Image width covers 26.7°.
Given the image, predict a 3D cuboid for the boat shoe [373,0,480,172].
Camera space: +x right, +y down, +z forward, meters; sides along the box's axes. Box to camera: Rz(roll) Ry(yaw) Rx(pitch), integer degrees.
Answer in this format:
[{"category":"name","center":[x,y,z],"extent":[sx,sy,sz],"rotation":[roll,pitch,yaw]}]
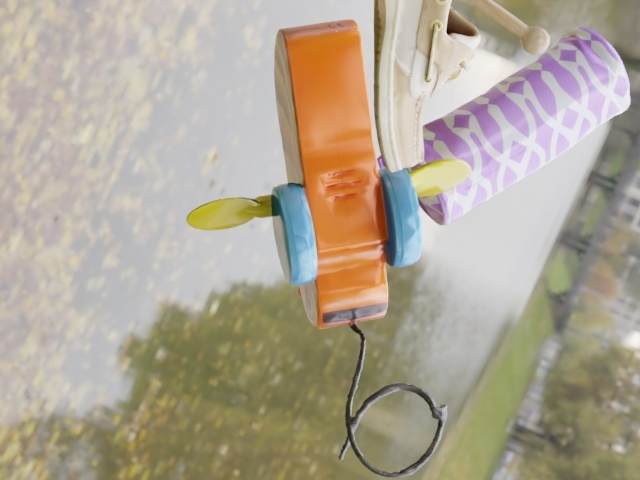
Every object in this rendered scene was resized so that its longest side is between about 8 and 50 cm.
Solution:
[{"category":"boat shoe","center":[0.058,-0.112,0.737],"extent":[0.063,0.059,0.170],"rotation":[-87,176,-53]}]

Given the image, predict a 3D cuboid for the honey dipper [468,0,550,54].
[{"category":"honey dipper","center":[0.074,-0.164,0.834],"extent":[0.030,0.161,0.030],"rotation":[-54,-174,8]}]

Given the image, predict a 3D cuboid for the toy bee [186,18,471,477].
[{"category":"toy bee","center":[0.000,0.000,0.967],"extent":[0.162,0.195,0.298],"rotation":[174,-72,-80]}]

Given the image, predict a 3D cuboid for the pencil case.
[{"category":"pencil case","center":[0.153,-0.096,1.089],"extent":[0.206,0.088,0.086],"rotation":[-32,138,-12]}]
